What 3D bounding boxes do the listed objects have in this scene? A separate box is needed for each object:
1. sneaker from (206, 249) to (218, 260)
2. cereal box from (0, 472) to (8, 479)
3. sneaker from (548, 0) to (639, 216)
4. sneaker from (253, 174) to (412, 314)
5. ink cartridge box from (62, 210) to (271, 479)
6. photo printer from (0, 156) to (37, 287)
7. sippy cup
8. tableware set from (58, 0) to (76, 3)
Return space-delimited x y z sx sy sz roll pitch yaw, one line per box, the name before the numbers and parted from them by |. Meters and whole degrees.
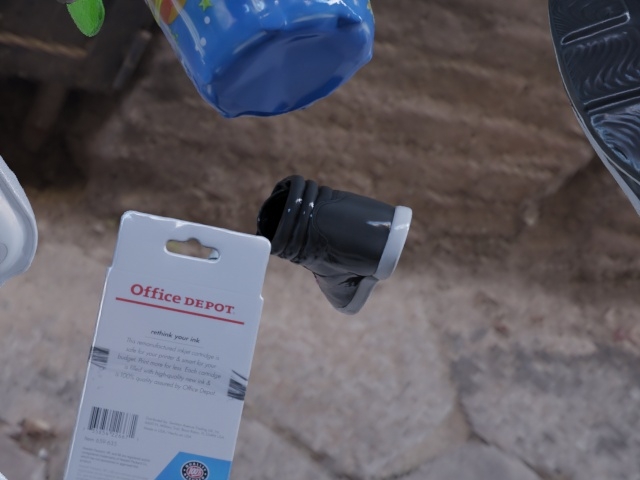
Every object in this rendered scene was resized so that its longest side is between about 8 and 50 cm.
sneaker | -0.072 0.039 1.085 0.032 0.083 0.037 19 45 21
cereal box | -0.442 0.339 2.029 0.240 0.173 0.047 49 58 -7
sneaker | 0.287 -0.005 1.204 0.169 0.257 0.448 -17 59 -10
sneaker | 0.000 0.000 1.671 0.146 0.296 0.105 20 76 -3
ink cartridge box | -0.097 0.080 1.017 0.104 0.180 0.060 12 -8 -2
photo printer | -0.350 -0.108 1.254 0.107 0.307 0.256 -36 48 -10
sippy cup | -0.062 -0.241 1.407 0.224 0.305 0.240 68 7 22
tableware set | -0.073 -0.176 0.529 0.128 0.039 0.194 -22 83 -50
